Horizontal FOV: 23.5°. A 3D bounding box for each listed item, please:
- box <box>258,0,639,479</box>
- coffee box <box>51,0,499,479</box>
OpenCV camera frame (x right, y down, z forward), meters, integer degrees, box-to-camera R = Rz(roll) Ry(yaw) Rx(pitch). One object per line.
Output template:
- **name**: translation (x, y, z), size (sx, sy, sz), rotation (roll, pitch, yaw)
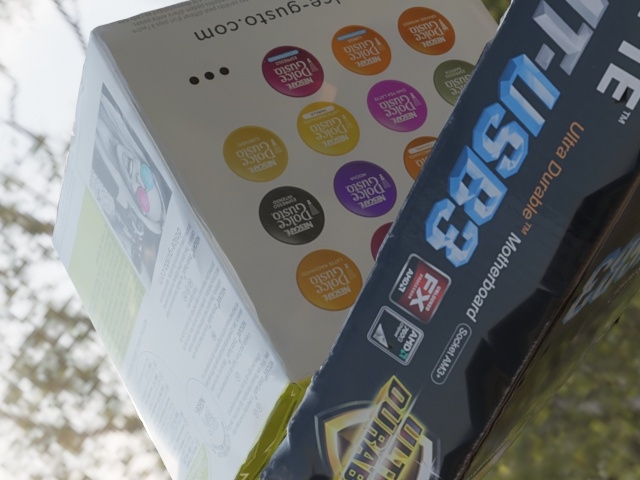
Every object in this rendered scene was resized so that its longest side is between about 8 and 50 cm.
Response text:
- **box**: translation (0.122, -0.049, 0.596), size (0.295, 0.073, 0.293), rotation (-29, -31, -59)
- **coffee box**: translation (0.000, 0.000, 1.333), size (0.338, 0.334, 0.338), rotation (-20, -22, -26)
